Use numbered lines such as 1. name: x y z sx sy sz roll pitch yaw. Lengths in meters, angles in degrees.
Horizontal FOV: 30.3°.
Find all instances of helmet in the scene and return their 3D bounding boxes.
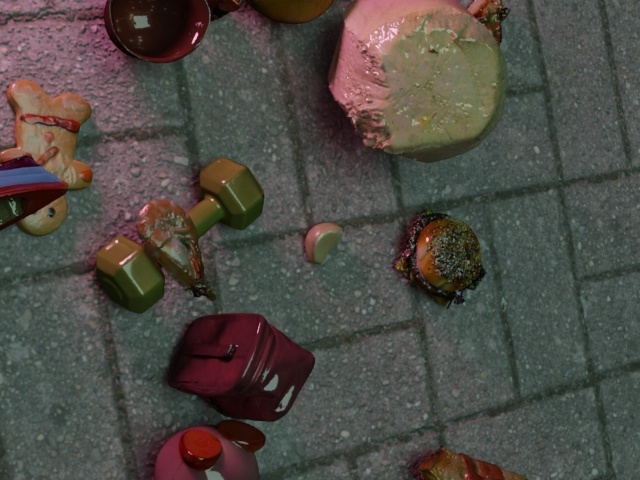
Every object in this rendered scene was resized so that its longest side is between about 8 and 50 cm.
1. helmet: -0.274 -0.357 1.889 0.175 0.106 0.155 -19 101 -29

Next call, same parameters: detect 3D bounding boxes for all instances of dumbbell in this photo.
1. dumbbell: -0.223 -0.011 1.891 0.302 0.121 0.108 -42 135 -28

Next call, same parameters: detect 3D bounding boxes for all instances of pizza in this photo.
1. pizza: 0.316 -0.400 2.271 0.154 0.069 0.194 25 75 -26

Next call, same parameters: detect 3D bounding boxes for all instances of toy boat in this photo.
1. toy boat: -0.554 -0.021 1.679 0.392 0.136 0.079 -27 70 -20

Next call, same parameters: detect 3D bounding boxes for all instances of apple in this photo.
1. apple: -0.055 -0.452 2.008 0.182 0.155 0.182 -2 96 -20

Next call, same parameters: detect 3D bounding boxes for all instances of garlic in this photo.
1. garlic: 0.001 0.000 2.066 0.053 0.041 0.083 40 75 -36

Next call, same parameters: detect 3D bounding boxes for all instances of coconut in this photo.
1. coconut: 0.154 -0.289 2.038 0.297 0.309 0.297 -4 111 -10

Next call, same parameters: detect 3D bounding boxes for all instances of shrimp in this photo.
1. shrimp: -0.213 0.019 1.806 0.091 0.043 0.184 -37 104 -32

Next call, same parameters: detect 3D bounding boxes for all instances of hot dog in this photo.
1. hot dog: 0.277 0.456 2.153 0.261 0.123 0.093 23 116 -19

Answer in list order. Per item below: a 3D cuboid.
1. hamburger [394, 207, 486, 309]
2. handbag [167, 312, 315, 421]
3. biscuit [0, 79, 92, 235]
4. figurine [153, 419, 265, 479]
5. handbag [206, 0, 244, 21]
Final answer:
1. hamburger: 0.234 0.030 2.171 0.189 0.093 0.164 27 72 -28
2. handbag: -0.130 0.198 1.860 0.135 0.225 0.146 38 67 -32
3. biscuit: -0.424 -0.123 1.825 0.153 0.030 0.234 11 79 -28
4. figurine: -0.181 0.374 1.851 0.173 0.173 0.173 3 84 -31
5. handbag: -0.214 -0.440 1.922 0.190 0.127 0.063 37 70 -23
